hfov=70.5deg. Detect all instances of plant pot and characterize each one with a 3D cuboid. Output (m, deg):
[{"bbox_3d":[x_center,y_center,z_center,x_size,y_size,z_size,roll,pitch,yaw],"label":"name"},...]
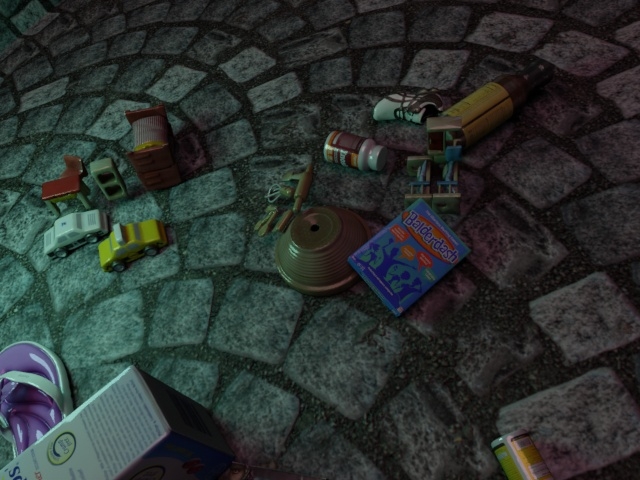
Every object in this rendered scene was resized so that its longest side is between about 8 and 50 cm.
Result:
[{"bbox_3d":[0.000,0.000,1.039,0.237,0.109,0.237,-7,55,10],"label":"plant pot"}]

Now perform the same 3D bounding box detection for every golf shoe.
[{"bbox_3d":[0.236,-0.356,1.230,0.198,0.077,0.094,-14,55,8],"label":"golf shoe"}]

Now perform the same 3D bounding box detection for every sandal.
[{"bbox_3d":[-0.632,0.359,0.978,0.169,0.102,0.416,-41,56,-13],"label":"sandal"}]

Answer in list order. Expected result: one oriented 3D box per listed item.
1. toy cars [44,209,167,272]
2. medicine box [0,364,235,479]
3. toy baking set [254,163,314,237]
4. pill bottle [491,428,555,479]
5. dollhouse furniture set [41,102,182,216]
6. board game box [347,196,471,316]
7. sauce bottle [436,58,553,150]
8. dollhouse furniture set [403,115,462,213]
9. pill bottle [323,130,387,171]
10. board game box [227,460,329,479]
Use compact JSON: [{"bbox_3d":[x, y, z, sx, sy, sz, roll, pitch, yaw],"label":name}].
[{"bbox_3d":[-0.605,-0.016,1.229,0.394,0.087,0.176,9,60,21],"label":"toy cars"},{"bbox_3d":[-0.339,0.397,0.772,0.289,0.263,0.149,-40,56,-12],"label":"medicine box"},{"bbox_3d":[-0.092,-0.112,1.125,0.197,0.030,0.256,-23,37,42],"label":"toy baking set"},{"bbox_3d":[0.331,0.371,0.726,0.065,0.065,0.116,-22,54,1],"label":"pill bottle"},{"bbox_3d":[-0.602,-0.235,1.294,0.374,0.152,0.201,-16,54,-10],"label":"dollhouse furniture set"},{"bbox_3d":[0.188,0.033,0.966,0.210,0.047,0.160,-40,81,-12],"label":"board game box"},{"bbox_3d":[0.437,-0.342,1.146,0.344,0.111,0.111,-32,55,-9],"label":"sauce bottle"},{"bbox_3d":[0.253,-0.166,1.032,0.129,0.183,0.129,0,58,16],"label":"dollhouse furniture set"},{"bbox_3d":[0.092,-0.229,1.179,0.152,0.086,0.086,19,64,26],"label":"pill bottle"},{"bbox_3d":[-0.085,0.473,0.798,0.186,0.026,0.126,1,58,16],"label":"board game box"}]
